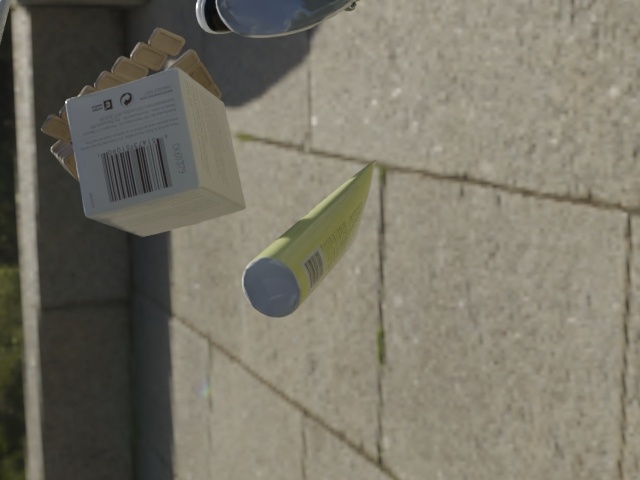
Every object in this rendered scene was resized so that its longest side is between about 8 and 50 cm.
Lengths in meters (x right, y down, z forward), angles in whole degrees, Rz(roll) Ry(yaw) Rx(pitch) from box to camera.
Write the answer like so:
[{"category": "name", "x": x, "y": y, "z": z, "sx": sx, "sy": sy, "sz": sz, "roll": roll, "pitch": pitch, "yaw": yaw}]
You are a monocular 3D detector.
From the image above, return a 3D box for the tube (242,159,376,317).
[{"category": "tube", "x": 0.000, "y": 0.000, "z": 1.285, "sx": 0.070, "sy": 0.240, "sz": 0.062, "roll": -27, "pitch": 99, "yaw": 33}]

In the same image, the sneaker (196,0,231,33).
[{"category": "sneaker", "x": -0.051, "y": -0.330, "z": 1.699, "sx": 0.121, "sy": 0.217, "sz": 0.079, "roll": 11, "pitch": 126, "yaw": 45}]

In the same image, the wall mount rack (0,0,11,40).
[{"category": "wall mount rack", "x": -0.301, "y": -0.262, "z": 1.329, "sx": 0.130, "sy": 0.304, "sz": 0.350, "roll": 57, "pitch": -171, "yaw": -1}]

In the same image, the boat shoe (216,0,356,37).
[{"category": "boat shoe", "x": 0.018, "y": -0.320, "z": 1.513, "sx": 0.113, "sy": 0.306, "sz": 0.105, "roll": 56, "pitch": 172, "yaw": 1}]

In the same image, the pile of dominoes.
[{"category": "pile of dominoes", "x": -0.277, "y": -0.194, "z": 1.884, "sx": 0.040, "sy": 0.251, "sz": 0.196, "roll": 41, "pitch": 169, "yaw": 33}]

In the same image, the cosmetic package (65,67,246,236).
[{"category": "cosmetic package", "x": -0.200, "y": -0.103, "z": 1.615, "sx": 0.183, "sy": 0.151, "sz": 0.152, "roll": 30, "pitch": -133, "yaw": -75}]
